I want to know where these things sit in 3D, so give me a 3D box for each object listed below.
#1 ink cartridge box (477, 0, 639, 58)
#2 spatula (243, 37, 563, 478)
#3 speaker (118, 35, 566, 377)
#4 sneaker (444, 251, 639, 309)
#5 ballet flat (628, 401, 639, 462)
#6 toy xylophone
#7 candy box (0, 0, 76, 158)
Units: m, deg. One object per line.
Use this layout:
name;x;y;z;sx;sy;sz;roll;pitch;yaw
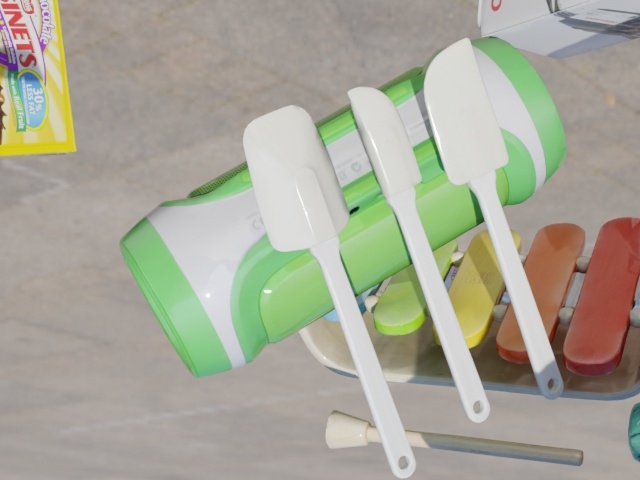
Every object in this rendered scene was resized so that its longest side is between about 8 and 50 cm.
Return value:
ink cartridge box;0.312;-0.331;1.291;0.129;0.223;0.307;10;171;-31
spatula;0.060;0.015;0.777;0.168;0.242;0.019;-24;-167;-24
speaker;0.017;-0.025;0.860;0.296;0.131;0.131;-30;165;-11
sneaker;0.221;0.072;1.373;0.152;0.114;0.305;41;147;-23
ballet flat;0.451;0.199;1.375;0.247;0.087;0.083;0;150;-14
toy xylophone;0.125;0.066;0.958;0.323;0.236;0.081;-2;120;15
candy box;-0.266;-0.171;1.043;0.105;0.206;0.027;-8;-179;-40
